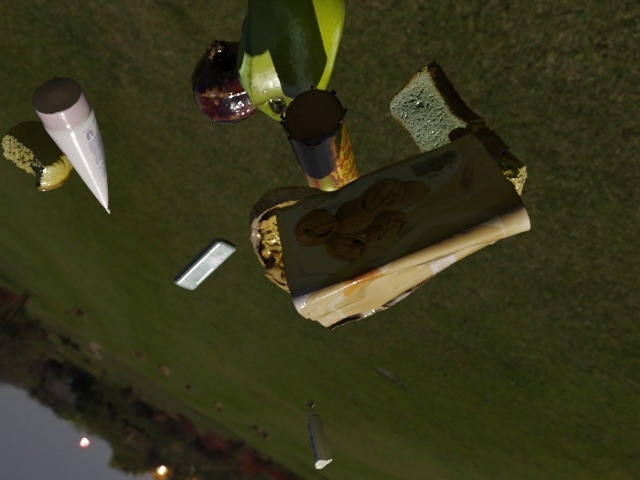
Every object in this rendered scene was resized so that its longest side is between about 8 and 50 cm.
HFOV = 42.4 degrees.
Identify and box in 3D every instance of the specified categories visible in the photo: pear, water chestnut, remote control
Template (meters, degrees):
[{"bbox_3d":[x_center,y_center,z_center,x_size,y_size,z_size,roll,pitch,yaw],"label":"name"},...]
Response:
[{"bbox_3d":[-0.068,-0.427,1.864,0.238,0.318,0.342,2,-165,-3],"label":"pear"},{"bbox_3d":[-0.223,-0.417,2.084,0.224,0.223,0.238,23,147,38],"label":"water chestnut"},{"bbox_3d":[-0.206,0.042,1.465,0.053,0.124,0.018,27,-154,-46],"label":"remote control"}]

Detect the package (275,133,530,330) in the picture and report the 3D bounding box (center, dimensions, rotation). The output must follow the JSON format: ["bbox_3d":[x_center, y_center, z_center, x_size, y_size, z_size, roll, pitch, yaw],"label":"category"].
[{"bbox_3d":[0.117,0.013,1.125,0.221,0.311,0.165,-106,-8,-58],"label":"package"}]

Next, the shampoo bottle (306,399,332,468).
[{"bbox_3d":[-0.008,0.396,1.705,0.034,0.141,0.049,-5,148,-15],"label":"shampoo bottle"}]

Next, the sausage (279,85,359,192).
[{"bbox_3d":[0.007,-0.173,1.689,0.117,0.125,0.317,60,175,27],"label":"sausage"}]

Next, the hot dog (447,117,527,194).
[{"bbox_3d":[0.310,-0.144,1.592,0.213,0.103,0.146,56,146,41],"label":"hot dog"}]

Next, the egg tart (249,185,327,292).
[{"bbox_3d":[0.000,0.000,1.605,0.291,0.107,0.290,16,127,22],"label":"egg tart"}]

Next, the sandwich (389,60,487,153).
[{"bbox_3d":[0.287,-0.316,2.057,0.214,0.065,0.186,54,136,2],"label":"sandwich"}]

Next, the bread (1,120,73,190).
[{"bbox_3d":[-0.574,-0.184,1.715,0.156,0.125,0.086,40,144,20],"label":"bread"}]

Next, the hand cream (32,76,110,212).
[{"bbox_3d":[-0.407,-0.169,1.412,0.248,0.083,0.133,79,179,-55],"label":"hand cream"}]
